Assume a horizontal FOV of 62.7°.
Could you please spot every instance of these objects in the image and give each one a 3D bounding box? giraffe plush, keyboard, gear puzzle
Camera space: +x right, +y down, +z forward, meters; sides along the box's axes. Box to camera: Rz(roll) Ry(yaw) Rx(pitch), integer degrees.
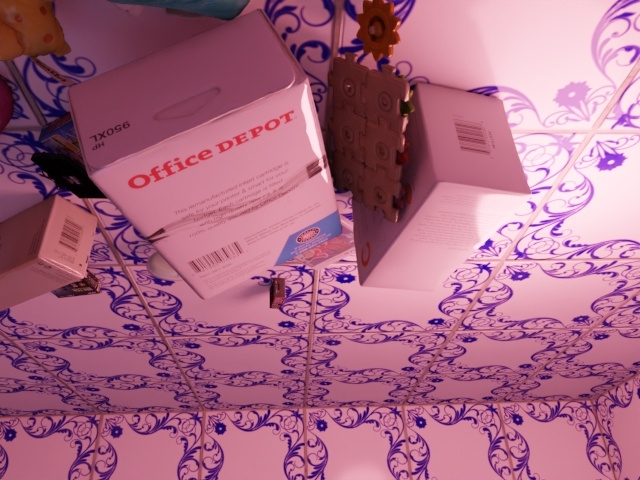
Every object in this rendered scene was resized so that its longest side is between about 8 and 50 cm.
[{"bbox_3d":[-0.367,-0.312,0.622,0.210,0.181,0.170,25,118,-22],"label":"giraffe plush"},{"bbox_3d":[-0.476,-0.130,0.999,0.100,0.038,0.192,2,162,2],"label":"keyboard"},{"bbox_3d":[0.082,-0.204,0.823,0.044,0.175,0.339,-26,133,-30],"label":"gear puzzle"}]

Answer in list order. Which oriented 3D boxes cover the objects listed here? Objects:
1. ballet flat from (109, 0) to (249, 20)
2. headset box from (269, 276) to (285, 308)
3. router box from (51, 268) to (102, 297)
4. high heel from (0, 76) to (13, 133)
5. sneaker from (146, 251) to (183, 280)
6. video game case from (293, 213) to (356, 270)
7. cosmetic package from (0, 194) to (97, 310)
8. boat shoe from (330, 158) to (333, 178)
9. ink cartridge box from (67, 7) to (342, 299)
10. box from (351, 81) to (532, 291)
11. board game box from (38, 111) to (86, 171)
[{"bbox_3d":[-0.199,-0.310,0.646,0.247,0.083,0.087,-7,157,-31],"label":"ballet flat"},{"bbox_3d":[-0.119,0.145,1.455,0.032,0.062,0.083,5,149,-14],"label":"headset box"},{"bbox_3d":[-0.655,0.111,1.381,0.122,0.038,0.092,-6,149,6],"label":"router box"},{"bbox_3d":[-0.574,-0.167,0.859,0.244,0.117,0.082,-28,140,35],"label":"high heel"},{"bbox_3d":[-0.275,0.017,1.203,0.256,0.094,0.151,-8,155,-11],"label":"sneaker"},{"bbox_3d":[0.000,0.000,1.232,0.183,0.023,0.201,-27,143,28],"label":"video game case"},{"bbox_3d":[-0.646,0.036,1.148,0.309,0.160,0.113,-19,144,23],"label":"cosmetic package"},{"bbox_3d":[0.006,-0.134,1.032,0.137,0.049,0.043,-22,102,32],"label":"boat shoe"},{"bbox_3d":[-0.143,-0.103,0.811,0.285,0.166,0.395,-25,151,-5],"label":"ink cartridge box"},{"bbox_3d":[0.195,-0.078,0.971,0.168,0.215,0.345,6,148,-15],"label":"box"},{"bbox_3d":[-0.381,-0.161,0.963,0.136,0.035,0.201,-17,146,23],"label":"board game box"}]
